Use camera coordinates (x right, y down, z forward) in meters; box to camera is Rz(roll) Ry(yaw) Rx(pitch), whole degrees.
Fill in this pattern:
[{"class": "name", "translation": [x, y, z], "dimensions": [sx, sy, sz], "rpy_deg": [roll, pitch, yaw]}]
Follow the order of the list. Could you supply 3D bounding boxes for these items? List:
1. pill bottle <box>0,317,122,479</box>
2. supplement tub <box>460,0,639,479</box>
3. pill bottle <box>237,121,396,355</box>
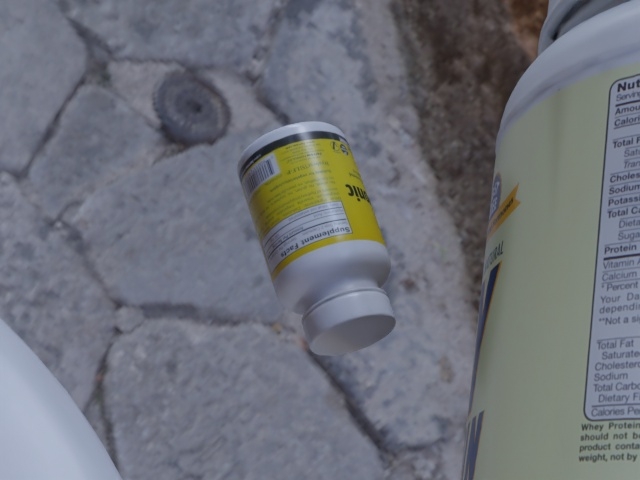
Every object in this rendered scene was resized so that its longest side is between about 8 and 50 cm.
[{"class": "pill bottle", "translation": [-0.263, 0.177, 0.387], "dimensions": [0.229, 0.407, 0.229], "rpy_deg": [48, 3, -4]}, {"class": "supplement tub", "translation": [0.186, 0.036, 0.564], "dimensions": [0.235, 0.235, 0.325], "rpy_deg": [19, 66, -22]}, {"class": "pill bottle", "translation": [0.000, 0.000, 0.693], "dimensions": [0.065, 0.065, 0.116], "rpy_deg": [0, 60, -34]}]
